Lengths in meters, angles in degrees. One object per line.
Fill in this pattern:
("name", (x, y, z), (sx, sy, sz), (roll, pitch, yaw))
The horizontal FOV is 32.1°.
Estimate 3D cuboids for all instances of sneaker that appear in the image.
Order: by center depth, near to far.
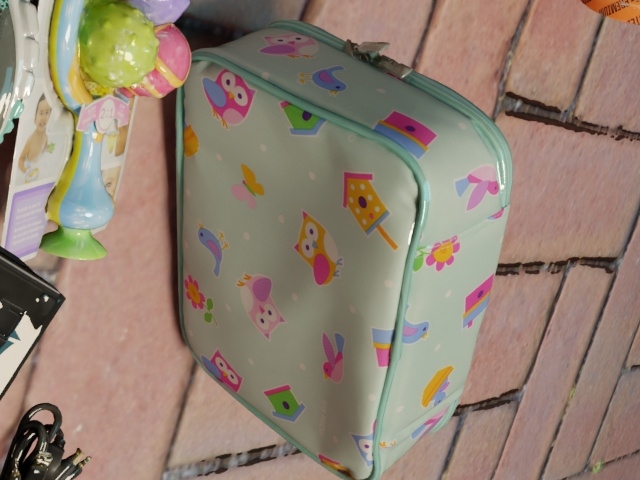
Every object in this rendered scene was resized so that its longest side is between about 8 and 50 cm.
("sneaker", (-0.178, -0.127, 0.535), (0.076, 0.065, 0.166), (-1, 94, -32))

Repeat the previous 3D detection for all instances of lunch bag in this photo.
("lunch bag", (0.000, 0.000, 0.730), (0.108, 0.224, 0.279), (-27, 137, -38))

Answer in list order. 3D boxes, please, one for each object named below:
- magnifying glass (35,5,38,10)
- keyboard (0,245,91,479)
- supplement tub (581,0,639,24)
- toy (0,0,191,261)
("magnifying glass", (-0.216, -0.060, 0.563), (0.231, 0.026, 0.092), (-42, 140, -34))
("keyboard", (-0.227, 0.145, 0.529), (0.317, 0.033, 0.201), (-57, 138, -9))
("supplement tub", (0.307, -0.357, 0.948), (0.193, 0.193, 0.316), (-35, 135, -38))
("toy", (-0.109, -0.099, 0.626), (0.137, 0.056, 0.237), (-35, 144, -71))
